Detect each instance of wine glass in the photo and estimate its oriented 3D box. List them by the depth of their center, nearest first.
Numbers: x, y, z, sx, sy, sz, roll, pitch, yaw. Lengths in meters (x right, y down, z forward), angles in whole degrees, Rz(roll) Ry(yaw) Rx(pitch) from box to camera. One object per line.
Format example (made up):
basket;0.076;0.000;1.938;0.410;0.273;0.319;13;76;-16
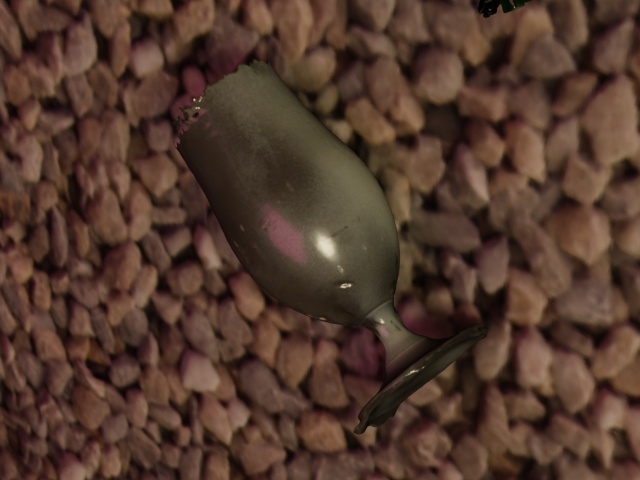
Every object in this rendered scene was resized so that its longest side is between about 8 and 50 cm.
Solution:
wine glass;0.000;0.000;1.015;0.222;0.103;0.103;54;135;12

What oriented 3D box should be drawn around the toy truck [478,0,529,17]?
toy truck;0.087;-0.249;0.832;0.121;0.088;0.259;-12;100;47
